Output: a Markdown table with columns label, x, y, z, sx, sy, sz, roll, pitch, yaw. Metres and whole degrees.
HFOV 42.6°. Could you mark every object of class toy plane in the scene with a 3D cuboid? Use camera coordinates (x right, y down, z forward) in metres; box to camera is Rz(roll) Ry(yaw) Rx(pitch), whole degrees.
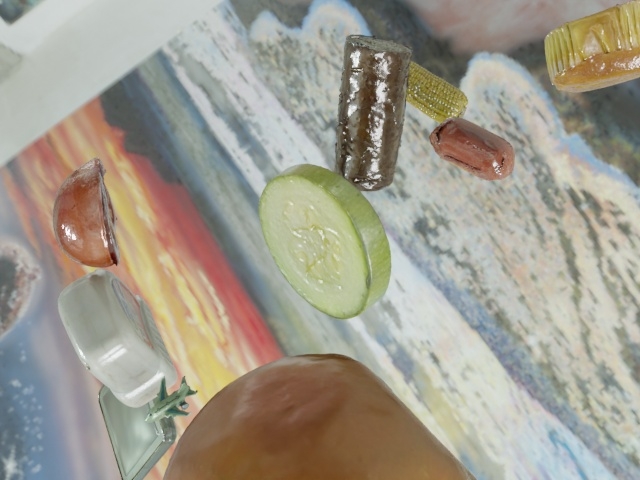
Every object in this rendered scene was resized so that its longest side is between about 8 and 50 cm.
| label | x | y | z | sx | sy | sz | roll | pitch | yaw |
| --- | --- | --- | --- | --- | --- | --- | --- | --- | --- |
| toy plane | -0.215 | 0.233 | 1.174 | 0.080 | 0.083 | 0.033 | 43 | 169 | 36 |

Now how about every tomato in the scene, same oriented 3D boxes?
| label | x | y | z | sx | sy | sz | roll | pitch | yaw |
| --- | --- | --- | --- | --- | --- | --- | --- | --- | --- |
| tomato | -0.436 | -0.048 | 1.507 | 0.228 | 0.112 | 0.199 | -156 | 57 | -75 |

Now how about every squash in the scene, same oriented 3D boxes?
| label | x | y | z | sx | sy | sz | roll | pitch | yaw |
| --- | --- | --- | --- | --- | --- | --- | --- | --- | --- |
| squash | 0.000 | 0.000 | 1.257 | 0.252 | 0.049 | 0.252 | 32 | 140 | 32 |

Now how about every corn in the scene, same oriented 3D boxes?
| label | x | y | z | sx | sy | sz | roll | pitch | yaw |
| --- | --- | --- | --- | --- | --- | --- | --- | --- | --- |
| corn | 0.192 | -0.312 | 1.659 | 0.231 | 0.080 | 0.080 | 33 | 178 | 11 |

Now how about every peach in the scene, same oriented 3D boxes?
| label | x | y | z | sx | sy | sz | roll | pitch | yaw |
| --- | --- | --- | --- | --- | --- | --- | --- | --- | --- |
| peach | -0.003 | 0.286 | 0.794 | 0.343 | 0.302 | 0.343 | 46 | 177 | 3 |

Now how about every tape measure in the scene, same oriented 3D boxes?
| label | x | y | z | sx | sy | sz | roll | pitch | yaw |
| --- | --- | --- | --- | --- | --- | --- | --- | --- | --- |
| tape measure | -0.398 | 0.182 | 1.593 | 0.258 | 0.130 | 0.265 | 56 | 179 | 41 |

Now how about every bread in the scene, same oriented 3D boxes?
| label | x | y | z | sx | sy | sz | roll | pitch | yaw |
| --- | --- | --- | --- | --- | --- | --- | --- | --- | --- |
| bread | 0.694 | -0.451 | 1.976 | 0.204 | 0.288 | 0.156 | 15 | -116 | -67 |

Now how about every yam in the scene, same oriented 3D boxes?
| label | x | y | z | sx | sy | sz | roll | pitch | yaw |
| --- | --- | --- | --- | --- | --- | --- | --- | --- | --- |
| yam | 0.092 | -0.226 | 1.462 | 0.131 | 0.131 | 0.279 | -123 | 31 | -54 |

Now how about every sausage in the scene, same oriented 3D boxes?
| label | x | y | z | sx | sy | sz | roll | pitch | yaw |
| --- | --- | --- | --- | --- | --- | --- | --- | --- | --- |
| sausage | 0.240 | -0.144 | 1.289 | 0.141 | 0.076 | 0.076 | 32 | 176 | 15 |

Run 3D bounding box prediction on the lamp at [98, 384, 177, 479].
| label | x | y | z | sx | sy | sz | roll | pitch | yaw |
| --- | --- | --- | --- | --- | --- | --- | --- | --- | --- |
| lamp | -0.441 | 0.412 | 1.945 | 0.047 | 0.266 | 0.269 | 2 | -129 | -40 |
